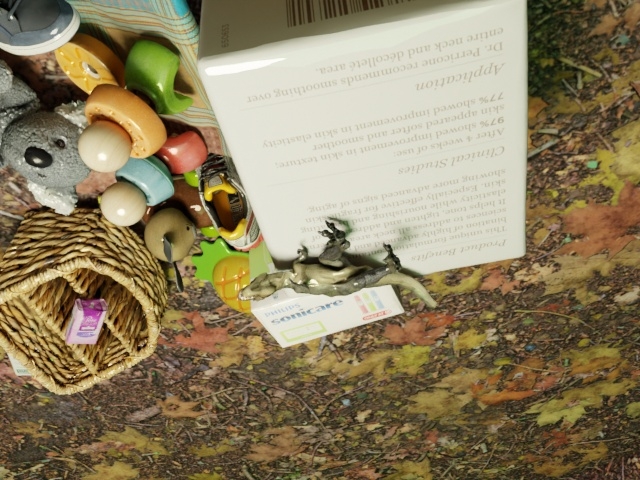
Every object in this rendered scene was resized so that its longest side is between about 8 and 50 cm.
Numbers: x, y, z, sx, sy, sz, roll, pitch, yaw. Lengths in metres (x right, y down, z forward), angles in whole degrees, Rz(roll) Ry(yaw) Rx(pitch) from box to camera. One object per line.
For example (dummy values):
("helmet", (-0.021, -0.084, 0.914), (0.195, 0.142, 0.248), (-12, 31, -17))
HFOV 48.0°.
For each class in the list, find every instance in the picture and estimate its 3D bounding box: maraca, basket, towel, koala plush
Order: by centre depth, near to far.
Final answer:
("towel", (-0.248, -0.254, 0.911), (0.271, 0.040, 0.370), (16, 149, 31))
("koala plush", (-0.414, -0.146, 0.995), (0.221, 0.203, 0.196), (21, 101, -24))
("basket", (-0.402, 0.118, 1.247), (0.213, 0.223, 0.299), (-1, 140, 16))
("maraca", (-0.155, 0.068, 1.350), (0.185, 0.099, 0.127), (34, 118, -5))

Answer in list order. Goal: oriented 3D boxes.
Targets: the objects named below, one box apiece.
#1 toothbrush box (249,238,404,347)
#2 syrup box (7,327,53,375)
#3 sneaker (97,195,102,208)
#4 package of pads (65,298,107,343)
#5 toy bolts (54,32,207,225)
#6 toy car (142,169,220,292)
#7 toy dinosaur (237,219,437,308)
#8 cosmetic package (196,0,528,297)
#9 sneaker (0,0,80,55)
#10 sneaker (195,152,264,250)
("toothbrush box", (0.000, 0.000, 1.148), (0.206, 0.283, 0.122), (-18, 137, 12))
("syrup box", (-0.565, 0.163, 1.401), (0.093, 0.096, 0.237), (0, 139, -7))
("sneaker", (-0.356, -0.048, 1.238), (0.035, 0.031, 0.083), (-16, 144, -3))
("package of pads", (-0.385, 0.134, 1.179), (0.050, 0.032, 0.083), (3, 128, -36))
("toy bolts", (-0.269, -0.131, 0.927), (0.218, 0.158, 0.228), (21, 152, 21))
("toy car", (-0.226, -0.017, 1.170), (0.148, 0.188, 0.155), (-6, 139, 0))
("toy dinosaur", (0.036, 0.038, 0.877), (0.268, 0.064, 0.118), (5, 145, -15))
("cosmetic package", (0.062, -0.188, 0.912), (0.329, 0.327, 0.394), (-11, 138, 5))
("sneaker", (-0.402, -0.298, 0.820), (0.226, 0.086, 0.163), (18, 166, 15))
("sneaker", (-0.145, -0.097, 1.087), (0.088, 0.225, 0.093), (-24, 170, 8))
